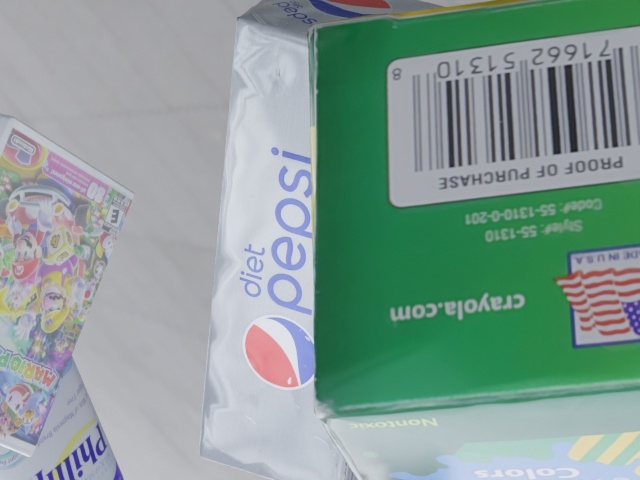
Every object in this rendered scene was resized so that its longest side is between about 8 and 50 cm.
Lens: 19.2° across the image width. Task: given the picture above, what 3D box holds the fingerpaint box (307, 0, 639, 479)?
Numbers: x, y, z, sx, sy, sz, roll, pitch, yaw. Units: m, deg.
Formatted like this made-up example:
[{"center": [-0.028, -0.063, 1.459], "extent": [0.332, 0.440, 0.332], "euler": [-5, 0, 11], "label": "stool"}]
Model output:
[{"center": [0.253, 0.050, 0.729], "extent": [0.371, 0.444, 0.163], "euler": [62, -156, -59], "label": "fingerpaint box"}]

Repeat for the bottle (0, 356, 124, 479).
[{"center": [-0.175, 0.163, 1.154], "extent": [0.092, 0.118, 0.283], "euler": [-2, 116, 39], "label": "bottle"}]

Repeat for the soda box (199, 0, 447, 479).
[{"center": [0.000, 0.000, 1.080], "extent": [0.098, 0.091, 0.286], "euler": [15, 119, 17], "label": "soda box"}]

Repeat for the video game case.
[{"center": [-0.125, 0.020, 0.774], "extent": [0.011, 0.122, 0.087], "euler": [13, 167, 35], "label": "video game case"}]
